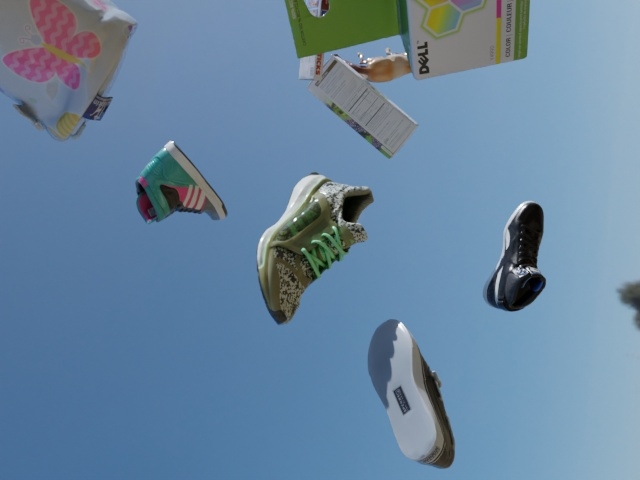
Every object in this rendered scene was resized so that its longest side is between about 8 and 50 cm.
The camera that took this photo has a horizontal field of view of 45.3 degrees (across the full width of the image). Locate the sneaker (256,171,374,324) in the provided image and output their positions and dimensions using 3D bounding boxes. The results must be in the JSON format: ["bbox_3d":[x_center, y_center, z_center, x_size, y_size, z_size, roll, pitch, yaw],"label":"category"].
[{"bbox_3d":[0.000,0.000,1.596,0.158,0.182,0.410,61,-143,-37],"label":"sneaker"}]

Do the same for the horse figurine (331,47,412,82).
[{"bbox_3d":[0.162,-0.420,1.821,0.263,0.174,0.066,-13,-63,-20],"label":"horse figurine"}]

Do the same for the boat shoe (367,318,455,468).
[{"bbox_3d":[0.181,0.288,1.457,0.105,0.113,0.306,34,-158,-40],"label":"boat shoe"}]

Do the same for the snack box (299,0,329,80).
[{"bbox_3d":[-0.011,-0.402,1.492,0.022,0.064,0.178,1,-80,-28],"label":"snack box"}]

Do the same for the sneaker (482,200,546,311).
[{"bbox_3d":[0.387,0.034,1.421,0.079,0.121,0.216,21,-91,-18],"label":"sneaker"}]

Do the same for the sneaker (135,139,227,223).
[{"bbox_3d":[-0.355,-0.098,1.885,0.178,0.124,0.295,-39,-36,-5],"label":"sneaker"}]

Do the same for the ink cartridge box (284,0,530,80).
[{"bbox_3d":[0.088,-0.272,0.830,0.188,0.255,0.097,76,-177,-48],"label":"ink cartridge box"}]

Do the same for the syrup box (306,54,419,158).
[{"bbox_3d":[0.093,-0.287,1.653,0.096,0.237,0.093,-51,-2,13],"label":"syrup box"}]

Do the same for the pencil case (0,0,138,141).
[{"bbox_3d":[-0.284,-0.193,0.611,0.273,0.124,0.113,32,-148,-20],"label":"pencil case"}]
